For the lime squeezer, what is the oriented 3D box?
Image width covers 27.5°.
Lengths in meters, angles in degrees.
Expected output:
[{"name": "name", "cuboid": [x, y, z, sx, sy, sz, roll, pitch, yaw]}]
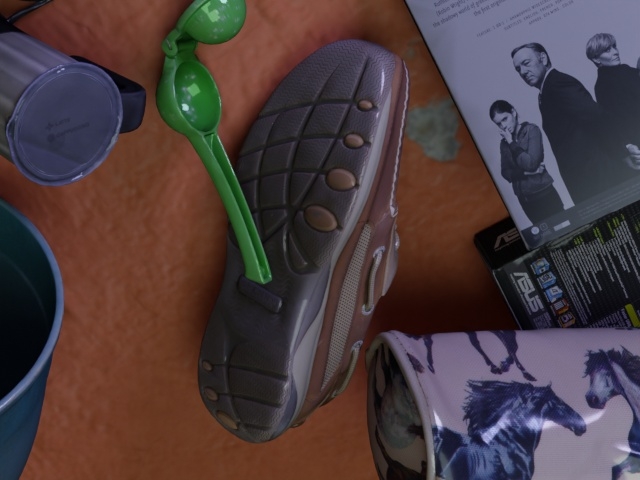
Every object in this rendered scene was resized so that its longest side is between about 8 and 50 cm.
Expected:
[{"name": "lime squeezer", "cuboid": [-0.064, -0.128, 0.913, 0.059, 0.110, 0.310, -11, 119, -46]}]

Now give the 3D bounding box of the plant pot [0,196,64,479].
[{"name": "plant pot", "cuboid": [-0.324, 0.124, 0.920, 0.272, 0.271, 0.255, 2, 134, -13]}]

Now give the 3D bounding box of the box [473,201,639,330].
[{"name": "box", "cuboid": [0.281, 0.059, 1.114, 0.216, 0.060, 0.270, -29, 121, 4]}]

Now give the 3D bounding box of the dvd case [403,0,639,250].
[{"name": "dvd case", "cuboid": [0.176, -0.136, 0.924, 0.179, 0.029, 0.238, -26, 94, 14]}]

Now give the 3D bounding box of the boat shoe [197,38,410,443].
[{"name": "boat shoe", "cuboid": [0.000, 0.000, 1.002, 0.116, 0.123, 0.324, -6, 123, -48]}]

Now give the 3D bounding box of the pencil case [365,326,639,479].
[{"name": "pencil case", "cuboid": [0.241, 0.158, 1.019, 0.410, 0.183, 0.160, 1, 142, -12]}]

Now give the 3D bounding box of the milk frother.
[{"name": "milk frother", "cuboid": [-0.188, -0.131, 0.861, 0.129, 0.135, 0.143, -27, 131, -34]}]
